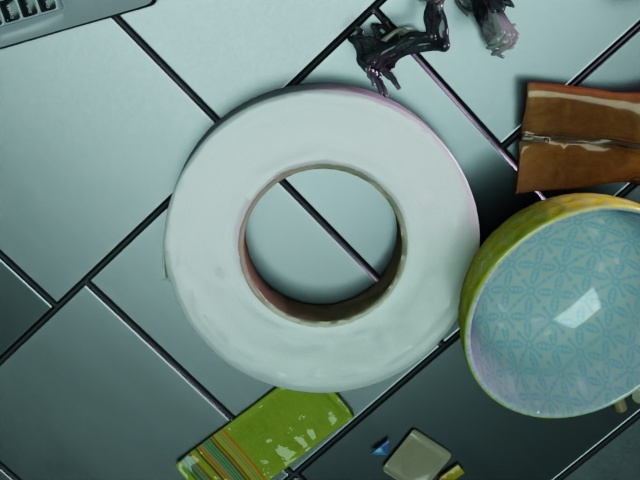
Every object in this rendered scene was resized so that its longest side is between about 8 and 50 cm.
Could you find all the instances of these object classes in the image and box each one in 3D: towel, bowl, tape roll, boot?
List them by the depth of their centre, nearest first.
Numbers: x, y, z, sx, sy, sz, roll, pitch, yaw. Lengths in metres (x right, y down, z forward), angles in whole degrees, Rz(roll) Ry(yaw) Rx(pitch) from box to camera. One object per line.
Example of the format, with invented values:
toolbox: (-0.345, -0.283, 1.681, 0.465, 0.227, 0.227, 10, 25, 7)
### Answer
bowl: (0.289, 0.054, 1.332, 0.289, 0.156, 0.289, -5, 118, -10)
boot: (0.382, -0.067, 1.349, 0.280, 0.096, 0.264, -2, 120, 6)
tape roll: (0.000, 0.000, 1.365, 0.392, 0.072, 0.392, 0, 106, -1)
towel: (-0.076, 0.271, 1.478, 0.237, 0.021, 0.102, -38, 105, 10)

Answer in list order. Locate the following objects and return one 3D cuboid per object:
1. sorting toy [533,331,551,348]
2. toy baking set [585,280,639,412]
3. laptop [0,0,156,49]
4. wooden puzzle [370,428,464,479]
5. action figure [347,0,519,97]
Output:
sorting toy: (0.270, 0.156, 1.444, 0.061, 0.042, 0.102, 41, 115, 3)
toy baking set: (0.454, 0.156, 1.425, 0.196, 0.030, 0.256, -11, 113, 18)
laptop: (-0.436, -0.371, 1.162, 0.407, 0.236, 0.382, -15, 107, 4)
wooden puzzle: (0.132, 0.301, 1.496, 0.116, 0.014, 0.078, 41, 98, -12)
action figure: (0.175, -0.267, 1.251, 0.275, 0.164, 0.141, -35, 85, 19)
